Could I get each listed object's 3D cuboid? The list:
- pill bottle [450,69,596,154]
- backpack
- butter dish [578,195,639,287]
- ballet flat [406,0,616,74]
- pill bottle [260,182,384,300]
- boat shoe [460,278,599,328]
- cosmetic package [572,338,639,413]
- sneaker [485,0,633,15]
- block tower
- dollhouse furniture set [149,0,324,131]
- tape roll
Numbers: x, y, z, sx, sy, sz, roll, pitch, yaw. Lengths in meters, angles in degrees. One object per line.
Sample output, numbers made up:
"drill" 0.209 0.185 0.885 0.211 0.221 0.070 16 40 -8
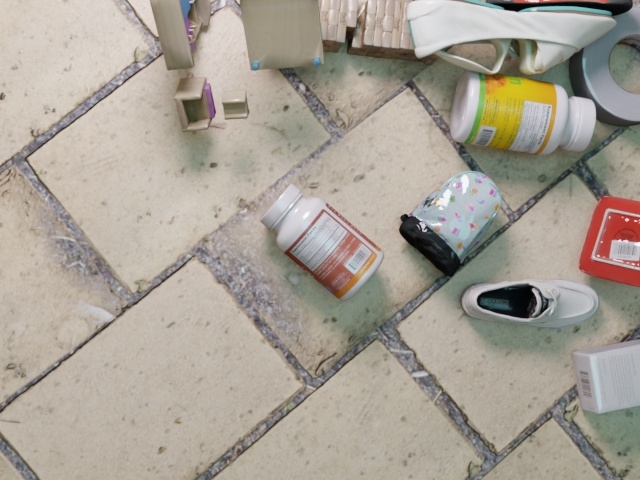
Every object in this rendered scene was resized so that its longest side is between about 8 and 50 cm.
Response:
"pill bottle" 0.376 -0.233 1.702 0.246 0.136 0.136 8 87 -7
"backpack" 0.254 -0.042 1.693 0.152 0.115 0.182 44 81 -1
"butter dish" 0.595 0.013 1.738 0.160 0.118 0.160 15 83 36
"ballet flat" 0.341 -0.361 1.650 0.400 0.139 0.139 2 88 -15
"pill bottle" 0.000 0.000 1.658 0.216 0.121 0.121 41 84 -4
"boat shoe" 0.403 0.115 1.718 0.268 0.088 0.096 6 87 -6
"cosmetic package" 0.610 0.250 1.743 0.231 0.085 0.117 -8 89 -9
"sneaker" 0.449 -0.500 1.713 0.270 0.090 0.145 6 85 16
"block tower" 0.059 -0.398 1.693 0.335 0.091 0.097 7 88 -7
"dollhouse furniture set" -0.109 -0.370 1.591 0.303 0.198 0.286 -5 125 7
"tape roll" 0.596 -0.333 1.765 0.219 0.072 0.219 0 87 -7
